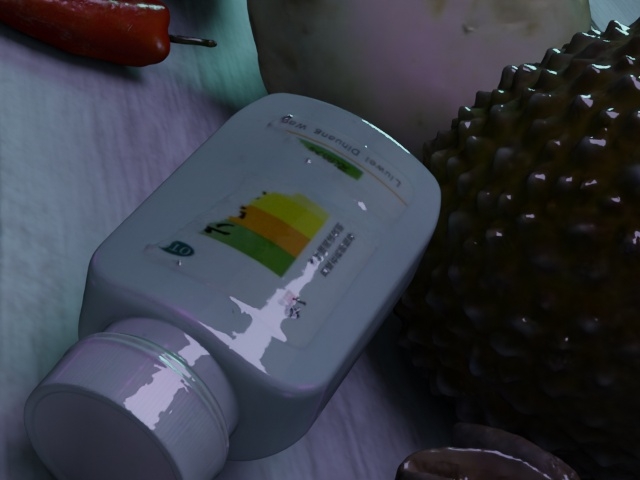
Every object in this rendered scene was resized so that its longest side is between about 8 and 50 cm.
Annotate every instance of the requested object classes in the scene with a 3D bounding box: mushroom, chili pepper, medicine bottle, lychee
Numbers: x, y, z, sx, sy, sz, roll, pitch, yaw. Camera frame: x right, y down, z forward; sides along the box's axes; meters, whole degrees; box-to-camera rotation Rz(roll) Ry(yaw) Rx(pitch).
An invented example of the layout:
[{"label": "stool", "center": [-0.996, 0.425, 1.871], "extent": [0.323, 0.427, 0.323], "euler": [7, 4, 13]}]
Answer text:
[{"label": "mushroom", "center": [0.111, -0.220, 1.196], "extent": [0.353, 0.325, 0.353], "euler": [44, 22, -24]}, {"label": "chili pepper", "center": [-0.203, -0.188, 1.045], "extent": [0.272, 0.071, 0.063], "euler": [9, 79, -38]}, {"label": "medicine bottle", "center": [-0.049, 0.033, 0.757], "extent": [0.161, 0.111, 0.296], "euler": [30, 47, 11]}, {"label": "lychee", "center": [0.266, 0.010, 0.979], "extent": [0.432, 0.380, 0.380], "euler": [-5, 34, 2]}]

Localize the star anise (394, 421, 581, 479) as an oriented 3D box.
[{"label": "star anise", "center": [0.163, 0.245, 0.784], "extent": [0.315, 0.108, 0.315], "euler": [47, 20, -23]}]

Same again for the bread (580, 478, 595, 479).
[{"label": "bread", "center": [0.223, 0.207, 1.022], "extent": [0.047, 0.036, 0.083], "euler": [34, 25, -9]}]
